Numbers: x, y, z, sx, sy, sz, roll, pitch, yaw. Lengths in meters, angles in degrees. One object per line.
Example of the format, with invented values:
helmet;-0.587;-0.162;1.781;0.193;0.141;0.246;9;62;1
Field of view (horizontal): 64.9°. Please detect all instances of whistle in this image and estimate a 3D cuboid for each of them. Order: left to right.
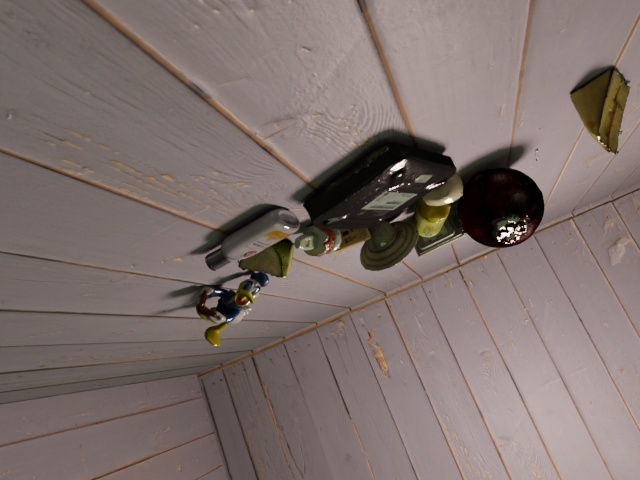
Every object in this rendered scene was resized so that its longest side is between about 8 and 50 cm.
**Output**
whistle;-0.001;-0.002;1.614;0.106;0.101;0.253;-22;171;32

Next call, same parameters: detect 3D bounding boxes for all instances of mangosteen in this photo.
mangosteen;0.628;-0.124;1.764;0.297;0.293;0.297;10;141;9

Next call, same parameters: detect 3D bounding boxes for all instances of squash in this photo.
squash;-0.109;0.060;1.644;0.203;0.111;0.289;8;179;34

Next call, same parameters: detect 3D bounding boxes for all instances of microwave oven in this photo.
microwave oven;0.480;-0.049;1.995;0.241;0.145;0.194;-28;167;21

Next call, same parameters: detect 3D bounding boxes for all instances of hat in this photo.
hat;0.217;-0.016;1.817;0.252;0.252;0.110;-28;122;20

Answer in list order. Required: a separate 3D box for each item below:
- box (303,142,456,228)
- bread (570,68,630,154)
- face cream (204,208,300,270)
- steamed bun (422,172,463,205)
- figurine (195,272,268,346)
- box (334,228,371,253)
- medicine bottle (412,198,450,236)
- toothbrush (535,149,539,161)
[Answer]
box;0.171;-0.140;1.403;0.350;0.091;0.359;-33;160;36
bread;0.816;-0.349;1.406;0.135;0.178;0.240;-32;160;35
face cream;-0.203;0.002;1.420;0.291;0.071;0.144;-27;163;20
steamed bun;0.368;-0.164;1.538;0.130;0.112;0.091;-14;-175;10
figurine;-0.340;0.211;1.854;0.338;0.204;0.283;-38;154;11
box;0.097;-0.012;1.761;0.149;0.073;0.020;-22;162;3
medicine bottle;0.392;-0.095;1.798;0.124;0.124;0.239;-22;163;1
toothbrush;0.777;-0.303;1.805;0.011;0.013;0.131;-37;160;14
